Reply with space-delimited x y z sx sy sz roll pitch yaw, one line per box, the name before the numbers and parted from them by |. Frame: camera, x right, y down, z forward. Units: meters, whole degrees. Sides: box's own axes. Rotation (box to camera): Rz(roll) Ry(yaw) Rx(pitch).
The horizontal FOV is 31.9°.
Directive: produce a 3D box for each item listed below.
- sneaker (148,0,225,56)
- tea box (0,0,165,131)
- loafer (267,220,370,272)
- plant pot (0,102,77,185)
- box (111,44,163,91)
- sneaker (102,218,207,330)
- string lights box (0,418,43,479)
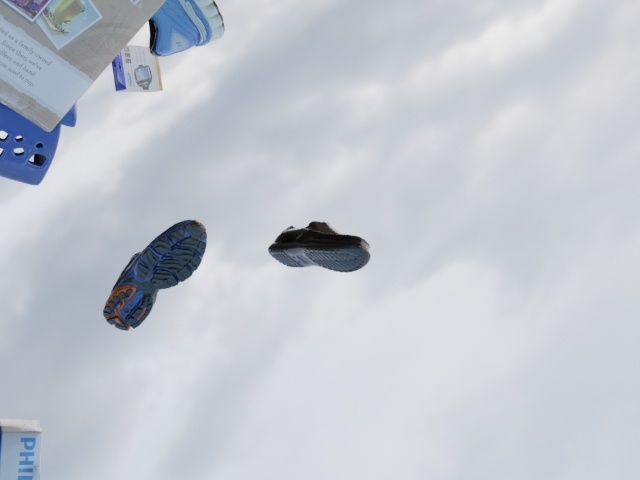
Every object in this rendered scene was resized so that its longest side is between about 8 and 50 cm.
sneaker | -0.265 -0.403 1.575 0.147 0.330 0.130 -29 -157 -2
tea box | -0.405 -0.350 1.264 0.220 0.329 0.323 -47 -133 6
loafer | 0.000 0.000 1.889 0.220 0.080 0.078 4 -118 44
plant pot | -0.582 -0.274 2.091 0.212 0.236 0.236 -42 -138 37
box | -0.335 -0.308 2.014 0.028 0.081 0.136 -6 -177 27
sneaker | -0.257 0.038 1.714 0.221 0.083 0.087 -41 -150 21
string lights box | -0.426 0.255 1.162 0.259 0.133 0.077 4 -179 -18
